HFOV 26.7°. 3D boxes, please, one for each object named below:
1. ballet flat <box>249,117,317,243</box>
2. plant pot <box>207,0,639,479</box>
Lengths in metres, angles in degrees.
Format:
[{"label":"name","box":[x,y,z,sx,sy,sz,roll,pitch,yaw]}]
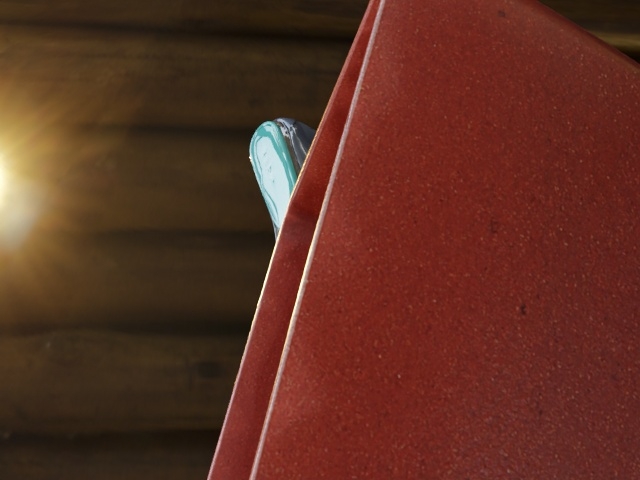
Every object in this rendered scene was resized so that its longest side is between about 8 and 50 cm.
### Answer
[{"label":"ballet flat","box":[0.000,0.000,0.958,0.074,0.074,0.203,-10,-122,-3]},{"label":"plant pot","box":[0.087,0.074,0.593,0.236,0.267,0.267,17,-117,-4]}]
